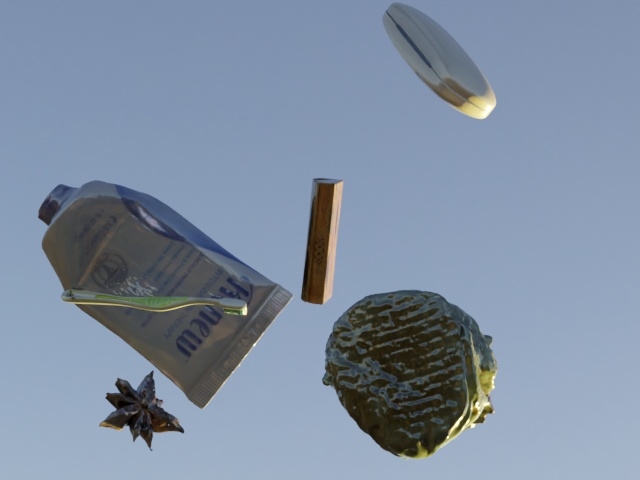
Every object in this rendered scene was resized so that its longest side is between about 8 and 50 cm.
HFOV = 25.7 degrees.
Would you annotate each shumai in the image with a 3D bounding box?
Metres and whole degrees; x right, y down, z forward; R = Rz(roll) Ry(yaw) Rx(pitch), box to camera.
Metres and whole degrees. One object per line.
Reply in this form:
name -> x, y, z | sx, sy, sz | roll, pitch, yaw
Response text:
shumai -> 0.099, 0.141, 1.503 | 0.184, 0.184, 0.142 | 14, -15, 16

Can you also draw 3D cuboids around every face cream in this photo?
face cream -> -0.279, 0.055, 2.259 | 0.420, 0.235, 0.137 | 37, -13, 9

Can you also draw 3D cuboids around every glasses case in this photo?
glasses case -> 0.131, -0.203, 1.565 | 0.081, 0.204, 0.051 | 25, -67, -36
glasses case -> 0.000, 0.000, 1.942 | 0.041, 0.169, 0.064 | 8, 9, 10

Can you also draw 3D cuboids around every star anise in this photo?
star anise -> -0.276, 0.256, 2.076 | 0.056, 0.129, 0.124 | -47, -115, 42

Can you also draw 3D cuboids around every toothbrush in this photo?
toothbrush -> -0.225, 0.080, 1.874 | 0.263, 0.022, 0.026 | 4, -41, 12
